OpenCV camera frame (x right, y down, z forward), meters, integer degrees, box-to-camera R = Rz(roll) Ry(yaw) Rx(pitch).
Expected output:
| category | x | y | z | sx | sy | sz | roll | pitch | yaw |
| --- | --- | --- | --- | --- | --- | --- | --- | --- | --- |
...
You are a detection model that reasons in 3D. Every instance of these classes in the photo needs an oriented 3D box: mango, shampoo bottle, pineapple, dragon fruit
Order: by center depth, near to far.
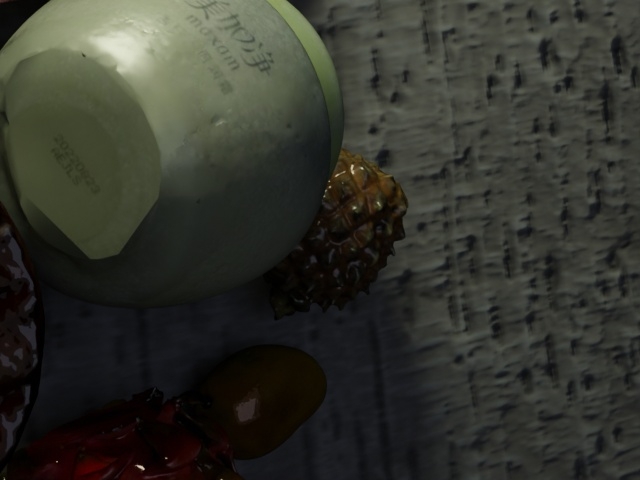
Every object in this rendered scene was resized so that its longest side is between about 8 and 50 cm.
| category | x | y | z | sx | sy | sz | roll | pitch | yaw |
| --- | --- | --- | --- | --- | --- | --- | --- | --- | --- |
| shampoo bottle | -0.154 | -0.096 | 1.712 | 0.317 | 0.322 | 0.322 | -31 | 108 | -52 |
| dragon fruit | -0.157 | 0.280 | 1.742 | 0.227 | 0.307 | 0.243 | -41 | 128 | -34 |
| mango | -0.063 | 0.163 | 1.924 | 0.163 | 0.089 | 0.111 | -41 | 123 | -37 |
| pineapple | 0.000 | 0.000 | 1.926 | 0.166 | 0.166 | 0.193 | 35 | 84 | -28 |

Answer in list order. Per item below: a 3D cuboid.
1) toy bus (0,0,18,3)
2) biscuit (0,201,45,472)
| category | x | y | z | sx | sy | sz | roll | pitch | yaw |
| --- | --- | --- | --- | --- | --- | --- | --- | --- | --- |
| toy bus | -0.314 | -0.296 | 1.731 | 0.303 | 0.127 | 0.147 | -17 | 103 | -32 |
| biscuit | -0.443 | 0.087 | 1.604 | 0.408 | 0.091 | 0.407 | -1 | 95 | -10 |
